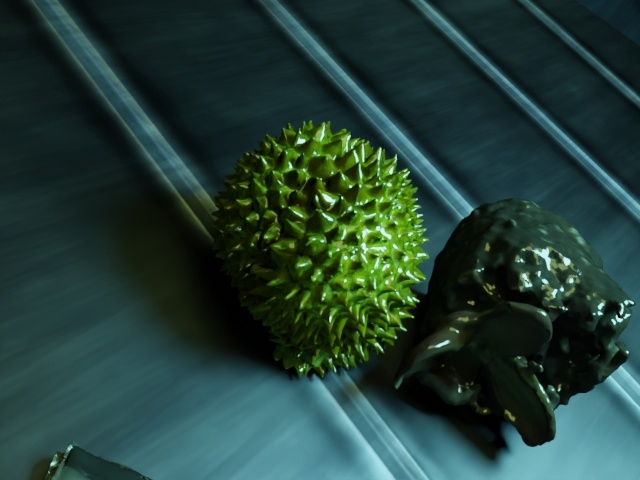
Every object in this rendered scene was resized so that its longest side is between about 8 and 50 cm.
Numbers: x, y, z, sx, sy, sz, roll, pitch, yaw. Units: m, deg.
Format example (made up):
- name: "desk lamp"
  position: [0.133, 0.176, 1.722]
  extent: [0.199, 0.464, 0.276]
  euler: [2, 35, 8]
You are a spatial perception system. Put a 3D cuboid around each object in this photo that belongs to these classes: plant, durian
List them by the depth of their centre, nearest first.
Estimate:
- name: "durian"
  position: [-0.001, -0.004, 0.874]
  extent: [0.200, 0.177, 0.237]
  euler: [-10, 57, -9]
- name: "plant"
  position: [0.191, 0.076, 0.912]
  extent: [0.204, 0.178, 0.234]
  euler: [27, 29, -8]

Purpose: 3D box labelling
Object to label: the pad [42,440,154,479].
- name: "pad"
  position: [-0.096, 0.244, 0.622]
  extent: [0.233, 0.022, 0.174]
  euler: [27, 34, -8]
